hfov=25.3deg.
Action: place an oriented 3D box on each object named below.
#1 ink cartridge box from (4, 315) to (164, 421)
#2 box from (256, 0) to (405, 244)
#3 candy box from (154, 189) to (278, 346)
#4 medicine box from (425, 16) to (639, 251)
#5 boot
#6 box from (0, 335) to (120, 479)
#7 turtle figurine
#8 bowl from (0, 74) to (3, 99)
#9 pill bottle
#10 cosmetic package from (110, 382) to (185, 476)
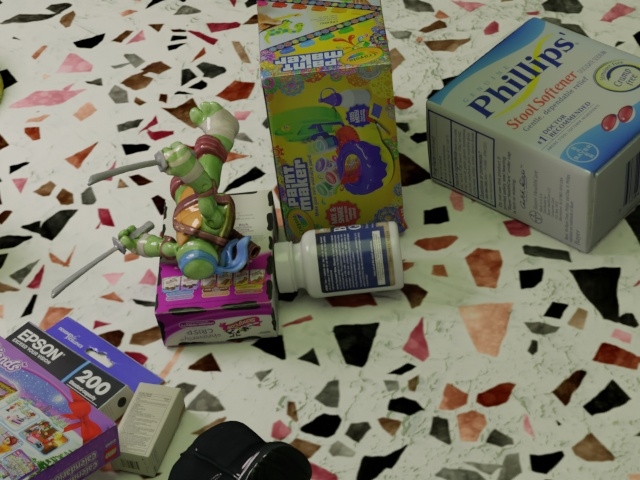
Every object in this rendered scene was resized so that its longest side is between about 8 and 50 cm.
[{"bbox_3d":[-0.347,0.185,1.851,0.206,0.045,0.208,27,51,33],"label":"ink cartridge box"},{"bbox_3d":[0.012,-0.197,2.028,0.177,0.290,0.279,-6,41,1],"label":"box"},{"bbox_3d":[-0.139,0.036,1.963,0.159,0.071,0.233,-5,43,4],"label":"candy box"},{"bbox_3d":[0.342,-0.159,2.047,0.289,0.149,0.263,29,53,32],"label":"medicine box"},{"bbox_3d":[-0.128,0.316,1.606,0.246,0.094,0.207,-52,17,-16],"label":"boot"},{"bbox_3d":[-0.412,0.220,1.725,0.293,0.057,0.201,30,45,35],"label":"box"},{"bbox_3d":[-0.212,-0.071,1.895,0.274,0.198,0.266,1,39,6],"label":"turtle figurine"},{"bbox_3d":[-0.680,-0.284,2.335,0.289,0.156,0.289,-4,43,4],"label":"bowl"},{"bbox_3d":[0.025,0.028,1.928,0.169,0.094,0.094,-6,42,1],"label":"pill bottle"},{"bbox_3d":[-0.216,0.235,1.777,0.060,0.041,0.115,8,44,17],"label":"cosmetic package"}]
